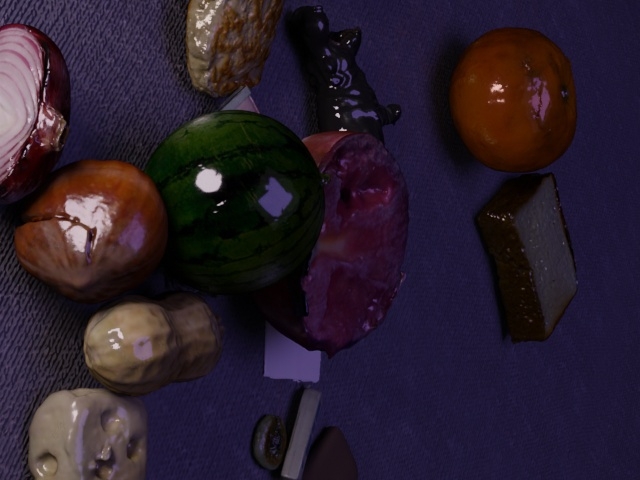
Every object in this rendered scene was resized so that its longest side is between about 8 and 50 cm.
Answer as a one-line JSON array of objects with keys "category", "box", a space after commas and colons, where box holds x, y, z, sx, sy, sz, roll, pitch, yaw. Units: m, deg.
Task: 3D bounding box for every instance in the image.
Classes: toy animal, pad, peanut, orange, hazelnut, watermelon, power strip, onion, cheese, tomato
[{"category": "toy animal", "box": [0.045, -0.215, 2.049, 0.168, 0.106, 0.343, -20, 98, -48]}, {"category": "pad", "box": [-0.039, 0.105, 1.983, 0.156, 0.004, 0.232, 17, 73, -55]}, {"category": "peanut", "box": [-0.206, 0.127, 1.590, 0.290, 0.130, 0.130, -2, 89, -67]}, {"category": "orange", "box": [0.371, -0.267, 2.435, 0.284, 0.226, 0.284, 21, 64, -54]}, {"category": "hazelnut", "box": [-0.267, -0.002, 1.498, 0.182, 0.182, 0.182, 6, 82, -56]}, {"category": "watermelon", "box": [-0.112, -0.048, 1.621, 0.242, 0.242, 0.242, 6, 82, -56]}, {"category": "power strip", "box": [-0.030, 0.308, 1.942, 0.047, 0.030, 0.191, 86, 18, -60]}, {"category": "onion", "box": [-0.331, -0.134, 1.439, 0.206, 0.151, 0.098, -70, 158, -5]}, {"category": "cheese", "box": [-0.277, 0.310, 1.525, 0.159, 0.093, 0.263, 13, 77, -55]}, {"category": "tomato", "box": [-0.003, 0.004, 1.887, 0.289, 0.176, 0.335, 8, 87, -55]}]

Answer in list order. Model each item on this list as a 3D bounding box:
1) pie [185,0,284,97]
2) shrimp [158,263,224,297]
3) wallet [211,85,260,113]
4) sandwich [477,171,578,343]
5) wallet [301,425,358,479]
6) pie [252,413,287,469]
[{"category": "pie", "box": [-0.124, -0.297, 1.800, 0.205, 0.084, 0.179, -27, 136, -53]}, {"category": "shrimp", "box": [-0.175, 0.046, 1.732, 0.165, 0.056, 0.065, 5, 90, -54]}, {"category": "wallet", "box": [-0.151, -0.102, 1.767, 0.232, 0.025, 0.119, -47, 125, -33]}, {"category": "sandwich", "box": [0.440, 0.022, 2.639, 0.271, 0.099, 0.301, -44, 121, -55]}, {"category": "wallet", "box": [0.008, 0.382, 2.005, 0.153, 0.038, 0.118, -53, 128, -46]}, {"category": "pie", "box": [-0.073, 0.303, 1.900, 0.084, 0.021, 0.084, 5, 85, -56]}]
